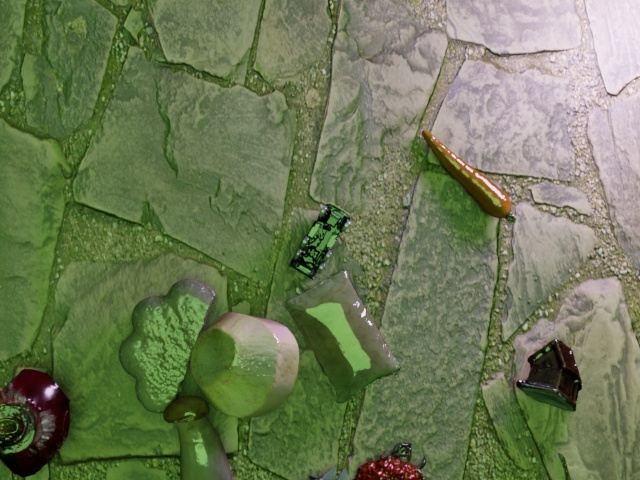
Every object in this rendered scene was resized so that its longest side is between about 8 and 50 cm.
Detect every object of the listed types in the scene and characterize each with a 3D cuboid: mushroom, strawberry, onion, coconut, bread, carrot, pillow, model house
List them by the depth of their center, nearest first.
[{"bbox_3d":[-0.685,0.426,1.818,0.206,0.216,0.207,-44,100,-21],"label":"onion"},{"bbox_3d":[-0.172,0.295,1.851,0.259,0.259,0.259,0,86,-3],"label":"coconut"},{"bbox_3d":[-0.285,0.535,1.855,0.128,0.128,0.350,-14,104,-4],"label":"mushroom"},{"bbox_3d":[-0.386,0.246,1.897,0.183,0.102,0.337,21,87,1],"label":"bread"},{"bbox_3d":[0.164,0.636,1.898,0.188,0.106,0.286,29,85,0],"label":"strawberry"},{"bbox_3d":[0.056,0.244,1.934,0.185,0.075,0.302,-30,87,-3],"label":"pillow"},{"bbox_3d":[0.600,0.338,1.959,0.165,0.106,0.152,34,70,-36],"label":"model house"},{"bbox_3d":[0.380,-0.163,1.990,0.336,0.069,0.069,43,85,3],"label":"carrot"}]

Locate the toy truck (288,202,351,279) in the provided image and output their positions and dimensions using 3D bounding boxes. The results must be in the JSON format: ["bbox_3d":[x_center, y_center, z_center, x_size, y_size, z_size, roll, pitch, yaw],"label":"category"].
[{"bbox_3d":[0.000,0.000,1.943,0.083,0.092,0.192,31,93,0],"label":"toy truck"}]

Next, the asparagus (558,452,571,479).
[{"bbox_3d":[0.629,0.598,1.974,0.015,0.014,0.114,-11,86,-21],"label":"asparagus"}]

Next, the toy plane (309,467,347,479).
[{"bbox_3d":[0.015,0.709,1.891,0.212,0.088,0.267,-19,89,-28],"label":"toy plane"}]
